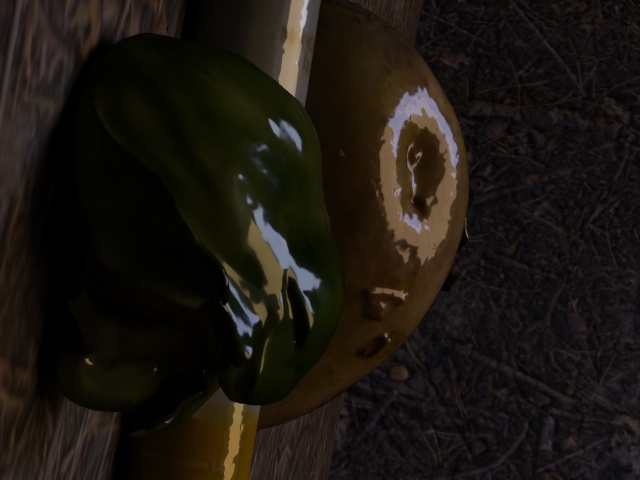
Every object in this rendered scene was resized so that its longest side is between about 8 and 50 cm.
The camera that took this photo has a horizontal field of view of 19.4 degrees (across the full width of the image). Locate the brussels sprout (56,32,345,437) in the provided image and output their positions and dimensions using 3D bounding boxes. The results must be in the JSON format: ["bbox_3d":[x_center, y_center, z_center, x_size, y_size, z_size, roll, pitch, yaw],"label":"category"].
[{"bbox_3d":[-0.042,-0.009,0.681,0.181,0.100,0.139,-41,122,-63],"label":"brussels sprout"}]

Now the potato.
[{"bbox_3d":[0.000,0.000,0.928,0.098,0.138,0.243,-40,137,-76],"label":"potato"}]

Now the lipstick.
[{"bbox_3d":[-0.045,0.003,0.848,0.059,0.059,0.264,8,90,-86],"label":"lipstick"}]
